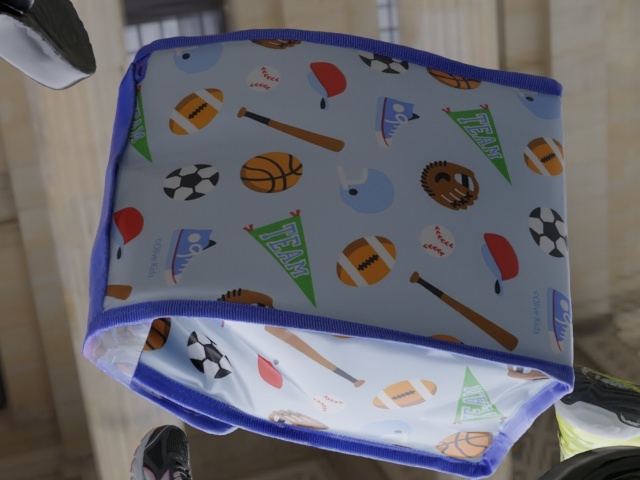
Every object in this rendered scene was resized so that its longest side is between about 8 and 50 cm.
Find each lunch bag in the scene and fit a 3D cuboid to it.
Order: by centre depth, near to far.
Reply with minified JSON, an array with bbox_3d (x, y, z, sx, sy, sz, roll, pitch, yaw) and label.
[{"bbox_3d":[0.000,0.000,1.305,0.385,0.239,0.328,12,-128,-13],"label":"lunch bag"}]

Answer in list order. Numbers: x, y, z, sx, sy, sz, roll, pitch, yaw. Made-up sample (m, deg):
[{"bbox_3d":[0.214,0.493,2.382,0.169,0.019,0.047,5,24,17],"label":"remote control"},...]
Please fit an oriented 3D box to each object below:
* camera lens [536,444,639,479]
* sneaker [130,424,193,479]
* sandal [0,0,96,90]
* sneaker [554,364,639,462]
[{"bbox_3d":[0.167,0.271,0.937,0.219,0.274,0.219,11,-126,-16],"label":"camera lens"},{"bbox_3d":[-0.146,0.267,1.548,0.077,0.072,0.178,-28,-135,30],"label":"sneaker"},{"bbox_3d":[-0.285,-0.250,1.246,0.107,0.168,0.446,-28,166,11],"label":"sandal"},{"bbox_3d":[0.319,0.226,1.598,0.145,0.147,0.384,19,173,23],"label":"sneaker"}]
